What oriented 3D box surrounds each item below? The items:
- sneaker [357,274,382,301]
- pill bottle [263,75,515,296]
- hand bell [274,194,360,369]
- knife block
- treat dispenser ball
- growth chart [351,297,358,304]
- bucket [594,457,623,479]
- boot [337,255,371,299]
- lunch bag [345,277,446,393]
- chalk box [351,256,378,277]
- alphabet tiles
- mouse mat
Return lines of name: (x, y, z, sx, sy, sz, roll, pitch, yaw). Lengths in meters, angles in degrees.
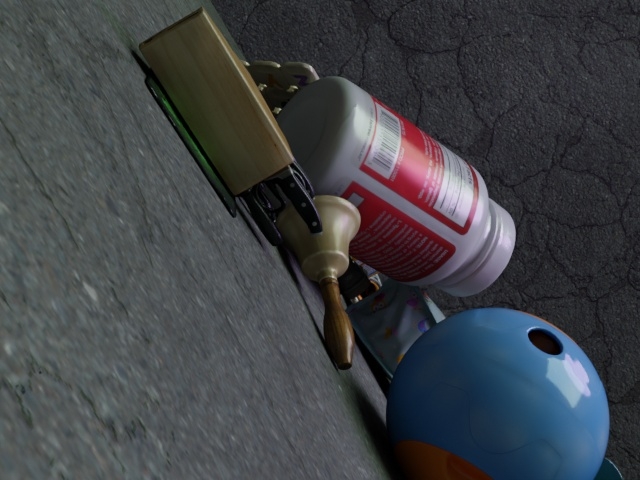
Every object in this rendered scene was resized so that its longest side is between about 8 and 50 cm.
sneaker: (0.091, 0.071, 2.087, 0.214, 0.084, 0.083, 60, 9, -4)
pill bottle: (0.116, -0.067, 1.469, 0.408, 0.229, 0.229, 30, 20, -31)
hand bell: (0.011, 0.069, 1.253, 0.126, 0.126, 0.242, 55, 20, -48)
knife block: (-0.091, -0.118, 1.124, 0.242, 0.088, 0.275, 61, 4, 20)
treat dispenser ball: (0.230, 0.232, 1.214, 0.288, 0.288, 0.288, 59, 4, -7)
growth chart: (0.103, 0.175, 1.889, 0.237, 0.021, 0.172, 59, 4, -32)
bucket: (0.358, 0.462, 1.385, 0.183, 0.281, 0.281, 60, 3, -38)
boot: (0.002, -0.002, 1.621, 0.208, 0.076, 0.190, 50, -8, -8)
lunch bag: (0.178, 0.211, 1.642, 0.262, 0.160, 0.223, 55, 2, 18)
chalk box: (0.040, -0.079, 1.844, 0.179, 0.180, 0.289, 55, 7, -47)
alphabet tiles: (-0.044, -0.222, 1.556, 0.278, 0.284, 0.021, 53, 50, -56)
mouse mat: (-0.151, -0.122, 1.105, 0.189, 0.007, 0.152, 57, 5, -20)
